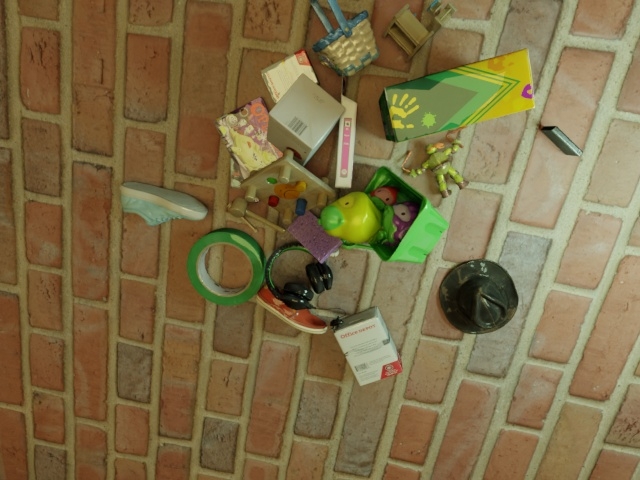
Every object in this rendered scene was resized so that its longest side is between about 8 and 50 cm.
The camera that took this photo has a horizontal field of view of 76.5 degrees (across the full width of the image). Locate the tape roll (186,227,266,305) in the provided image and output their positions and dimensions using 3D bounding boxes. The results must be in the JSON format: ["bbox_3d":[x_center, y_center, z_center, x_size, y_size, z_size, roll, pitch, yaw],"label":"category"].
[{"bbox_3d":[-0.388,0.110,1.690,0.321,0.077,0.321,2,106,6],"label":"tape roll"}]

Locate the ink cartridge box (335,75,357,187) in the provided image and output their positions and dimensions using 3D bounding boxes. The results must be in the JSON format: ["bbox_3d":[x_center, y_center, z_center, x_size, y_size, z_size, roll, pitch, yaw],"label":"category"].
[{"bbox_3d":[0.095,-0.381,1.451,0.069,0.176,0.371,2,106,5],"label":"ink cartridge box"}]

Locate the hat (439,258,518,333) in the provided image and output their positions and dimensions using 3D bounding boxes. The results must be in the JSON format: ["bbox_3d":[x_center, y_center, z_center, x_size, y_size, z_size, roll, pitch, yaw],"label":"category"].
[{"bbox_3d":[0.635,0.249,1.597,0.331,0.134,0.331,2,106,6],"label":"hat"}]

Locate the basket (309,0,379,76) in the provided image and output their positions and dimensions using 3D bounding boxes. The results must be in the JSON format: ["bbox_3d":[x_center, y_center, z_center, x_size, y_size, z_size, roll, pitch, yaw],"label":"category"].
[{"bbox_3d":[0.056,-0.692,1.329,0.201,0.255,0.289,-29,111,6],"label":"basket"}]

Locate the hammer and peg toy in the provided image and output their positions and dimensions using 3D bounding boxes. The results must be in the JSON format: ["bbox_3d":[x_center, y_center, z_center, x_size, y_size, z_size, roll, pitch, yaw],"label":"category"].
[{"bbox_3d":[-0.150,-0.166,1.488,0.361,0.127,0.266,-21,140,40],"label":"hammer and peg toy"}]

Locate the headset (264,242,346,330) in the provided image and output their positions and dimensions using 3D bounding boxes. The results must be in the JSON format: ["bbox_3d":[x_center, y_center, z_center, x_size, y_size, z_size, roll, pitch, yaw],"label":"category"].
[{"bbox_3d":[-0.051,0.193,1.634,0.243,0.185,0.394,-41,82,-15],"label":"headset"}]

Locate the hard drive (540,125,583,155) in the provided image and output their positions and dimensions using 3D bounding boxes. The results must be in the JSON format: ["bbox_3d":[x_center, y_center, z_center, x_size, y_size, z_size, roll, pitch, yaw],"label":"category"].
[{"bbox_3d":[0.846,-0.351,1.426,0.135,0.094,0.022,41,105,-6],"label":"hard drive"}]

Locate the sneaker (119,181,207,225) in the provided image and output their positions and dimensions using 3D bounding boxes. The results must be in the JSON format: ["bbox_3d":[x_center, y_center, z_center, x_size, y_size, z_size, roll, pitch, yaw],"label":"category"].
[{"bbox_3d":[-0.628,-0.122,1.632,0.366,0.135,0.150,18,114,10],"label":"sneaker"}]

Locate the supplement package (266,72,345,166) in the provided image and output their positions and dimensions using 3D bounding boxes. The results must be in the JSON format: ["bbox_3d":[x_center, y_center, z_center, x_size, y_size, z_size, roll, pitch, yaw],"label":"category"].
[{"bbox_3d":[-0.062,-0.391,1.383,0.177,0.293,0.175,38,83,-6],"label":"supplement package"}]

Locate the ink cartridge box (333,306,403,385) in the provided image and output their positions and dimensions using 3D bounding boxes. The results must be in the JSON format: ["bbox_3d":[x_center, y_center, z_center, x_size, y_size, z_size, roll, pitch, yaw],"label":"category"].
[{"bbox_3d":[0.200,0.441,1.703,0.197,0.114,0.273,-23,103,12],"label":"ink cartridge box"}]

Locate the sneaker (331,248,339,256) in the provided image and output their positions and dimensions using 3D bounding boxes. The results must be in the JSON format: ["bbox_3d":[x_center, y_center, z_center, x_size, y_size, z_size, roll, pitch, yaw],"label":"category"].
[{"bbox_3d":[0.000,0.000,1.609,0.170,0.063,0.075,24,135,7],"label":"sneaker"}]

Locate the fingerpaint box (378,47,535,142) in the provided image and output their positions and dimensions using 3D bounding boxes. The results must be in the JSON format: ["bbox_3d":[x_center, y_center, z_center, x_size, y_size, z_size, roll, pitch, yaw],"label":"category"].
[{"bbox_3d":[0.383,-0.432,1.268,0.371,0.445,0.163,-12,103,10],"label":"fingerpaint box"}]

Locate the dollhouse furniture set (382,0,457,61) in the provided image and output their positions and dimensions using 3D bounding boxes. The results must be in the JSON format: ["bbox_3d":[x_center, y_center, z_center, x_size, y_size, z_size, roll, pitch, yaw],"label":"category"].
[{"bbox_3d":[0.331,-0.733,1.373,0.129,0.129,0.183,44,81,-7],"label":"dollhouse furniture set"}]

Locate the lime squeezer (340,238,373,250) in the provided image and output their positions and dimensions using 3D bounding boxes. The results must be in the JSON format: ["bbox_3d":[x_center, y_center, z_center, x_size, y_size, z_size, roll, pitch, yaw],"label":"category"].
[{"bbox_3d":[0.093,-0.027,1.597,0.310,0.059,0.110,41,146,-3],"label":"lime squeezer"}]

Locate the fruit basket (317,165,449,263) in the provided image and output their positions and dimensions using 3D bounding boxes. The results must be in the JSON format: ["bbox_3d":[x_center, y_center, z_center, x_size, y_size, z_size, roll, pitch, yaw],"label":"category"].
[{"bbox_3d":[0.191,-0.097,1.400,0.392,0.392,0.283,31,106,-3],"label":"fruit basket"}]

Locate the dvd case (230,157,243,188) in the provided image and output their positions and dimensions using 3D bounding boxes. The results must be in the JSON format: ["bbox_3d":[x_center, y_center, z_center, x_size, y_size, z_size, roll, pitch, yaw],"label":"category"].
[{"bbox_3d":[-0.313,-0.265,1.610,0.087,0.013,0.119,5,107,4],"label":"dvd case"}]

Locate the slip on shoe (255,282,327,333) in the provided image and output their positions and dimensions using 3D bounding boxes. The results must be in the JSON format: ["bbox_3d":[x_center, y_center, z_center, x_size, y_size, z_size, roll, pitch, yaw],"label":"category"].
[{"bbox_3d":[-0.111,0.284,1.694,0.331,0.123,0.101,32,102,1],"label":"slip on shoe"}]

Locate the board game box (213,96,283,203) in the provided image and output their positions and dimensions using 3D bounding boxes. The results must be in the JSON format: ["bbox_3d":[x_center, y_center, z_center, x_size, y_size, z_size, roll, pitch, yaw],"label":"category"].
[{"bbox_3d":[-0.237,-0.341,1.556,0.208,0.056,0.347,-26,101,3],"label":"board game box"}]

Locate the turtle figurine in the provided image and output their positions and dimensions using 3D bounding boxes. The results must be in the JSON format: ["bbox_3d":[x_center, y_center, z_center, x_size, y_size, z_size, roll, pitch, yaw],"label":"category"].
[{"bbox_3d":[0.456,-0.279,1.489,0.269,0.087,0.217,-33,100,13],"label":"turtle figurine"}]

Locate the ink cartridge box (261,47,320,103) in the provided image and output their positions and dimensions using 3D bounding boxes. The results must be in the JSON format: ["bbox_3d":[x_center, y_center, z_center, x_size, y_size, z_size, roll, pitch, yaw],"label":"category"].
[{"bbox_3d":[-0.108,-0.588,1.467,0.175,0.072,0.127,-22,103,11],"label":"ink cartridge box"}]

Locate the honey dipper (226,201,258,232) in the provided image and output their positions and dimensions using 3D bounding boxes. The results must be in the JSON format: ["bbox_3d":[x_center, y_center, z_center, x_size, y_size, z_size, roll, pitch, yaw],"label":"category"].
[{"bbox_3d":[-0.314,-0.091,1.652,0.030,0.030,0.161,-43,100,15],"label":"honey dipper"}]

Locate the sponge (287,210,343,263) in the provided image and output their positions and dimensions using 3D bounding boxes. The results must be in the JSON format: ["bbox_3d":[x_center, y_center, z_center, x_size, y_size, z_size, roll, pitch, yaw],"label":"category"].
[{"bbox_3d":[-0.024,-0.019,1.571,0.117,0.031,0.210,-46,63,0],"label":"sponge"}]
